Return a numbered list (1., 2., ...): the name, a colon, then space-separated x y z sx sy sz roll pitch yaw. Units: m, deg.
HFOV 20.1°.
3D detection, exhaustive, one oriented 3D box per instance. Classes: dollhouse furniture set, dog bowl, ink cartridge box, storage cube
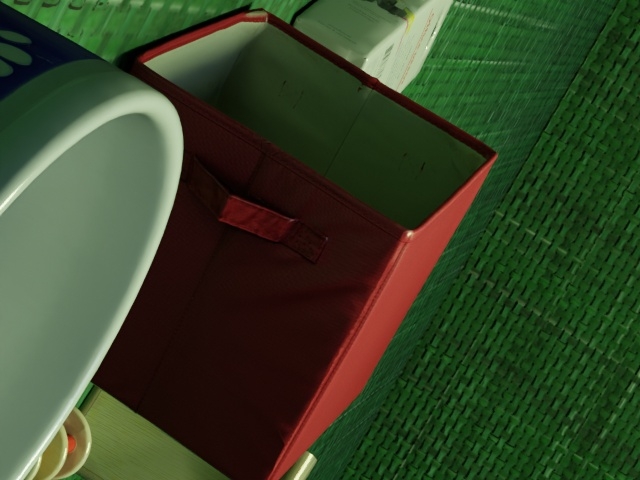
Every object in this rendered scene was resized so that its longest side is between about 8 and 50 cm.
1. dollhouse furniture set: -0.093 0.180 1.398 0.212 0.161 0.242 -57 170 -8
2. dog bowl: -0.171 0.030 0.733 0.265 0.104 0.265 -56 170 -15
3. ink cartridge box: 0.030 -0.141 1.329 0.181 0.062 0.104 -45 164 -52
4. storage cube: -0.038 0.000 1.071 0.193 0.184 0.215 -62 170 25

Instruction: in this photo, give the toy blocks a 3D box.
1. toy blocks: -0.196 0.158 1.138 0.123 0.054 0.148 -60 170 3
